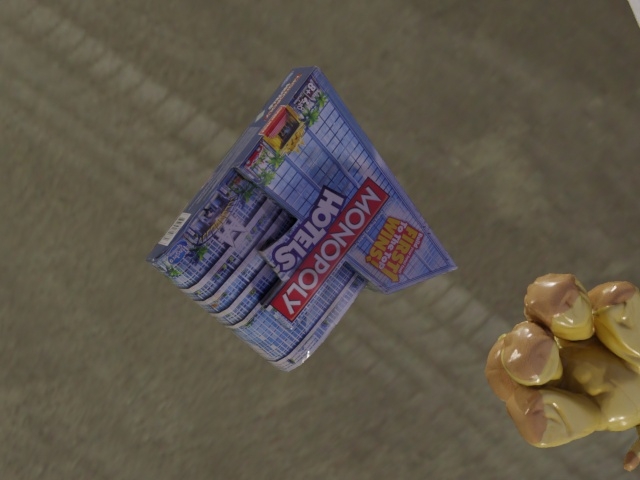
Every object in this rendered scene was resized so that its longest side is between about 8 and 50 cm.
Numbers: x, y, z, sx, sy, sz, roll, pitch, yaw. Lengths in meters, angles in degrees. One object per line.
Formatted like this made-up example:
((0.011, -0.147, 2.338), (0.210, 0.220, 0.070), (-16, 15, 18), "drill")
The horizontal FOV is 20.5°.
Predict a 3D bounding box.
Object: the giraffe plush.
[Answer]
((0.237, 0.123, 1.748), (0.210, 0.170, 0.181), (26, 81, -26), "giraffe plush")

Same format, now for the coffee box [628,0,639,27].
((0.548, -0.255, 1.950), (0.338, 0.334, 0.338), (38, 29, -46), "coffee box")

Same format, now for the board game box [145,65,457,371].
((0.000, 0.000, 1.380), (0.194, 0.060, 0.194), (40, 80, -18), "board game box")
